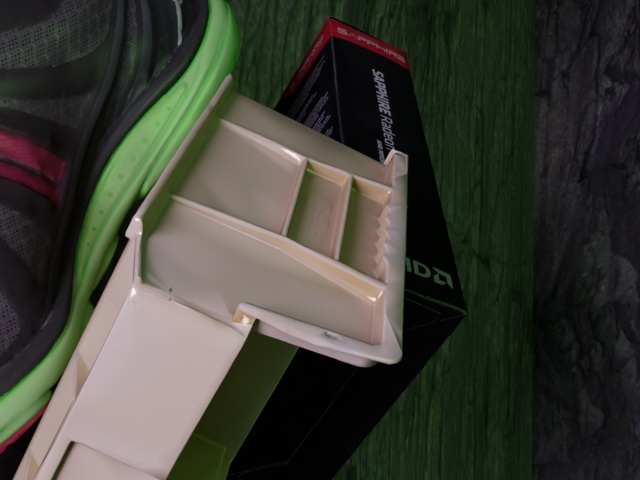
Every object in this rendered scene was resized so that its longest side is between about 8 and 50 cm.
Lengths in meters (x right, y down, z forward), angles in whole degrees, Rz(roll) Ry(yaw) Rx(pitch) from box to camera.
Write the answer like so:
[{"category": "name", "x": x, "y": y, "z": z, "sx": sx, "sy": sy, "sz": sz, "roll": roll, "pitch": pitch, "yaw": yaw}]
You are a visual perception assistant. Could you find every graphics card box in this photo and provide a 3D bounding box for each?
[{"category": "graphics card box", "x": 0.000, "y": 0.000, "z": 0.833, "sx": 0.094, "sy": 0.232, "sz": 0.370, "roll": 22, "pitch": 33, "yaw": -18}]

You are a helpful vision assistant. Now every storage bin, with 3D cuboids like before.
[{"category": "storage bin", "x": -0.069, "y": 0.079, "z": 0.529, "sx": 0.262, "sy": 0.123, "sz": 0.260, "roll": -60, "pitch": -172, "yaw": 24}]

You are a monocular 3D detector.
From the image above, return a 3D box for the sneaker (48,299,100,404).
[{"category": "sneaker", "x": -0.143, "y": 0.158, "z": 0.739, "sx": 0.108, "sy": 0.121, "sz": 0.302, "roll": 62, "pitch": 34, "yaw": -43}]

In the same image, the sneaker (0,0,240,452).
[{"category": "sneaker", "x": -0.219, "y": -0.031, "z": 0.594, "sx": 0.202, "sy": 0.185, "sz": 0.482, "roll": 42, "pitch": 45, "yaw": -24}]
